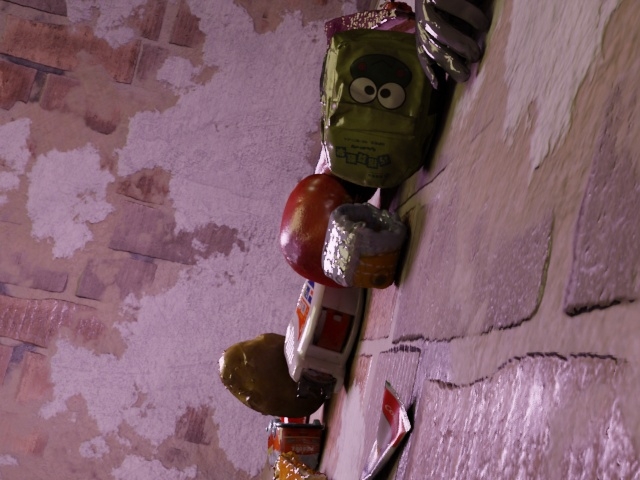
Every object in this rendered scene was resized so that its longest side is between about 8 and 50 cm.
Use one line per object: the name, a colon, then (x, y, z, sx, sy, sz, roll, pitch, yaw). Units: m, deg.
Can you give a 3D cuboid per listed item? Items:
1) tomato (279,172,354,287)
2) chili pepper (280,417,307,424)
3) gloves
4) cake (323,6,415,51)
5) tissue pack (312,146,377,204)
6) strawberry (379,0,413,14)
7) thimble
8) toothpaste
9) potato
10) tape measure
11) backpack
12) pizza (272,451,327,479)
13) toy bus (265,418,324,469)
tomato: (0.000, 0.000, 1.509, 0.139, 0.233, 0.200, -32, -13, -28)
chili pepper: (-0.051, 0.424, 2.149, 0.137, 0.091, 0.369, -30, 50, 58)
gloves: (0.197, -0.349, 1.142, 0.142, 0.119, 0.286, 39, -124, -60)
cake: (0.115, -0.423, 1.637, 0.295, 0.115, 0.113, 3, 88, 59)
tissue pack: (0.062, -0.157, 1.641, 0.245, 0.123, 0.332, -46, -13, -31)
strawberry: (0.176, -0.436, 1.743, 0.174, 0.098, 0.228, -58, 33, 22)
thimble: (0.072, 0.007, 1.341, 0.151, 0.127, 0.118, -130, 46, -61)
toothpaste: (0.063, 0.317, 1.084, 0.075, 0.048, 0.301, -75, 3, -53)
potato: (-0.101, 0.312, 1.823, 0.141, 0.296, 0.192, -34, 52, 46)
tape measure: (0.010, 0.188, 1.686, 0.258, 0.130, 0.265, -145, 74, -83)
backpack: (0.098, -0.215, 1.292, 0.140, 0.207, 0.253, -45, -36, -68)
pizza: (-0.047, 0.517, 1.572, 0.229, 0.081, 0.290, -108, 30, -53)
toy bus: (-0.061, 0.475, 1.818, 0.265, 0.121, 0.120, 119, 156, -73)
